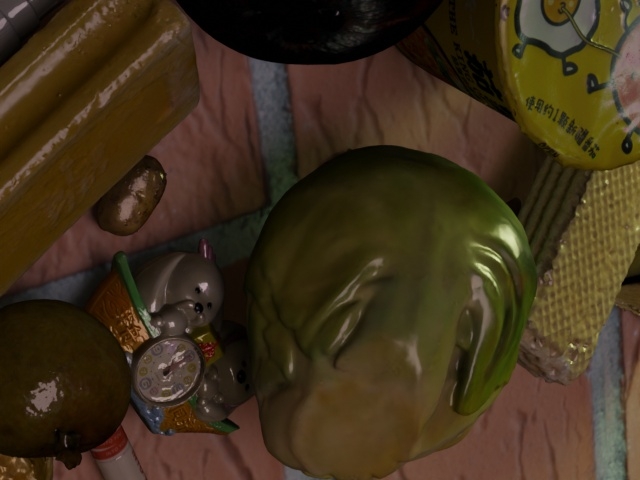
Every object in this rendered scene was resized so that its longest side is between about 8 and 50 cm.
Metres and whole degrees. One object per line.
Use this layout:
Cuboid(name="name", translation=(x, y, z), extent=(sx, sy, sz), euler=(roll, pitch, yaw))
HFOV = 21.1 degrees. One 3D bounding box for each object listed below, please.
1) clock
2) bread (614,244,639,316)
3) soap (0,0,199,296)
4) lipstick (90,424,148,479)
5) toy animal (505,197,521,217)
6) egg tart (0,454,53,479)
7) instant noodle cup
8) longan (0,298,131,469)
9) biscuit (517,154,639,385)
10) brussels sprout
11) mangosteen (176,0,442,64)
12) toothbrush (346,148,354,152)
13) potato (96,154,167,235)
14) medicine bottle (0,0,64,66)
Cuboid(name="clock", translation=(-0.132, 0.098, 1.633), extent=(0.144, 0.103, 0.231), euler=(-33, 121, -11))
Cuboid(name="bread", translation=(0.432, -0.042, 2.008), extent=(0.168, 0.163, 0.264), euler=(27, 59, -36))
Cuboid(name="soap", translation=(-0.239, -0.072, 1.445), extent=(0.315, 0.091, 0.199), euler=(-46, 167, -14))
Cuboid(name="lipstick", translation=(-0.199, 0.210, 1.667), extent=(0.038, 0.038, 0.130), euler=(-34, 123, -20))
Cuboid(name="toy animal", translation=(0.150, 0.083, 1.826), extent=(0.324, 0.090, 0.195), euler=(-30, 121, -25))
Cuboid(name="egg tart", translation=(-0.320, 0.228, 1.572), extent=(0.191, 0.074, 0.191), euler=(-10, 109, -30))
Cuboid(name="instant noodle cup", translation=(0.214, -0.254, 1.644), extent=(0.326, 0.254, 0.325), euler=(-14, 115, -32))
Cuboid(name="longan", translation=(-0.240, 0.132, 1.502), extent=(0.155, 0.176, 0.145), euler=(-21, 146, -17))
Cuboid(name="biscuit", translation=(0.296, -0.058, 1.825), extent=(0.144, 0.078, 0.426), euler=(41, 68, -39))
Cuboid(name="brussels sprout", translation=(0.070, 0.072, 1.613), extent=(0.344, 0.268, 0.344), euler=(-4, 90, -72))
Cuboid(name="mangosteen", translation=(-0.009, -0.301, 1.480), extent=(0.300, 0.300, 0.300), euler=(-12, 113, -31))
Cuboid(name="toothbrush", translation=(-0.001, -0.001, 1.741), extent=(0.014, 0.017, 0.194), euler=(20, 92, -43))
Cuboid(name="potato", translation=(-0.175, -0.042, 1.593), extent=(0.051, 0.040, 0.083), euler=(39, 82, -24))
Cuboid(name="medicine bottle", translation=(-0.350, -0.112, 1.404), extent=(0.352, 0.110, 0.110), euler=(-42, 125, -15))
